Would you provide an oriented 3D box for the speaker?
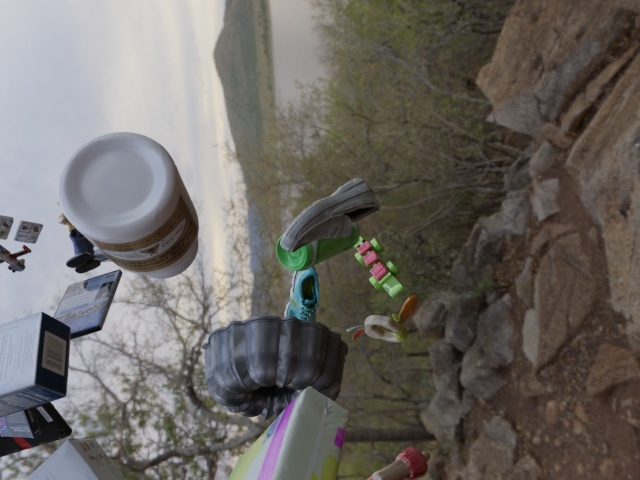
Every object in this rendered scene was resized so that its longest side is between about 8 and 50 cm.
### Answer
[{"bbox_3d":[0.000,0.000,1.586,0.296,0.131,0.131,-22,-68,-54],"label":"speaker"}]

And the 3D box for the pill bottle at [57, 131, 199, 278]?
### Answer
[{"bbox_3d":[-0.227,-0.028,0.689,0.229,0.131,0.131,98,168,-71],"label":"pill bottle"}]

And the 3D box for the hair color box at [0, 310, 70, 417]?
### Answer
[{"bbox_3d":[-0.737,0.298,1.184,0.105,0.347,0.173,62,-168,-55],"label":"hair color box"}]

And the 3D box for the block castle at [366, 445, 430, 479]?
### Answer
[{"bbox_3d":[0.287,0.834,1.486,0.453,0.213,0.303,58,141,28],"label":"block castle"}]

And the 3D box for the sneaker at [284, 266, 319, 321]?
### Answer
[{"bbox_3d":[-0.054,0.212,1.738,0.110,0.107,0.275,-152,64,-71],"label":"sneaker"}]

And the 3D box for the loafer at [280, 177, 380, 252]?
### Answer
[{"bbox_3d":[0.033,-0.054,1.370,0.111,0.319,0.112,48,147,11],"label":"loafer"}]

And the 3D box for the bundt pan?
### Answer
[{"bbox_3d":[-0.101,0.299,1.179,0.330,0.331,0.124,90,180,-51],"label":"bundt pan"}]

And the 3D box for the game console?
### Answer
[{"bbox_3d":[-1.111,0.631,1.884,0.386,0.342,0.060,86,164,-45],"label":"game console"}]

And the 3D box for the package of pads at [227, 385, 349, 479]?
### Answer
[{"bbox_3d":[-0.077,0.383,0.751,0.229,0.101,0.296,-52,6,28],"label":"package of pads"}]

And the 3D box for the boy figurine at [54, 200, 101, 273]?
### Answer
[{"bbox_3d":[-0.793,-0.043,1.734,0.177,0.092,0.285,68,176,-66],"label":"boy figurine"}]

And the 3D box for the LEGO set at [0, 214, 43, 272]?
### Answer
[{"bbox_3d":[-0.814,0.008,1.328,0.244,0.182,0.060,-49,45,34],"label":"LEGO set"}]

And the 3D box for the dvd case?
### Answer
[{"bbox_3d":[-0.684,0.190,1.552,0.253,0.180,0.022,-97,-13,-55],"label":"dvd case"}]

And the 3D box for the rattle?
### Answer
[{"bbox_3d":[0.182,0.232,1.622,0.200,0.130,0.142,-20,55,56],"label":"rattle"}]

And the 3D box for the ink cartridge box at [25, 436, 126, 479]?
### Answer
[{"bbox_3d":[-0.604,0.698,1.319,0.309,0.272,0.130,43,172,17],"label":"ink cartridge box"}]

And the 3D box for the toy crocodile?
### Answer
[{"bbox_3d":[0.216,0.089,2.120,0.105,0.115,0.340,37,-163,-51],"label":"toy crocodile"}]

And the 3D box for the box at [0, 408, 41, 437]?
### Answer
[{"bbox_3d":[-0.786,0.425,1.364,0.029,0.116,0.162,-42,-55,-66],"label":"box"}]

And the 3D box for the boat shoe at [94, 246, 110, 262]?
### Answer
[{"bbox_3d":[-0.848,0.040,2.216,0.102,0.301,0.108,79,-177,-47],"label":"boat shoe"}]
